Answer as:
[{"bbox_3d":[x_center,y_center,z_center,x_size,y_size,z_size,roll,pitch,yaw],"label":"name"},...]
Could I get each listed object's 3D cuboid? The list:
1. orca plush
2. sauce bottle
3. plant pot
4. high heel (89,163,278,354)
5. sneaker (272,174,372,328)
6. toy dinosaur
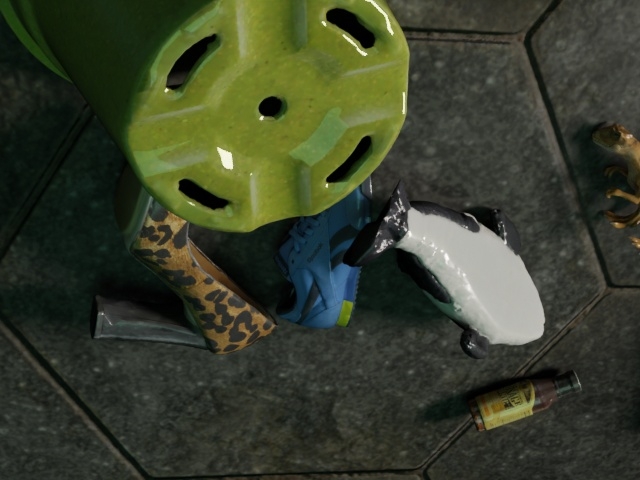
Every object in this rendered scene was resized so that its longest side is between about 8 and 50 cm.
[{"bbox_3d":[0.109,0.037,0.966,0.102,0.151,0.287,-4,169,40],"label":"orca plush"},{"bbox_3d":[0.234,0.181,1.137,0.128,0.042,0.042,-22,127,4],"label":"sauce bottle"},{"bbox_3d":[-0.069,-0.149,0.670,0.276,0.254,0.276,-15,135,-16],"label":"plant pot"},{"bbox_3d":[-0.099,-0.002,0.924,0.186,0.093,0.261,6,126,-24],"label":"high heel"},{"bbox_3d":[0.000,0.000,0.946,0.082,0.069,0.209,5,126,-8],"label":"sneaker"},{"bbox_3d":[0.348,-0.041,0.978,0.211,0.064,0.112,23,118,-25],"label":"toy dinosaur"}]
